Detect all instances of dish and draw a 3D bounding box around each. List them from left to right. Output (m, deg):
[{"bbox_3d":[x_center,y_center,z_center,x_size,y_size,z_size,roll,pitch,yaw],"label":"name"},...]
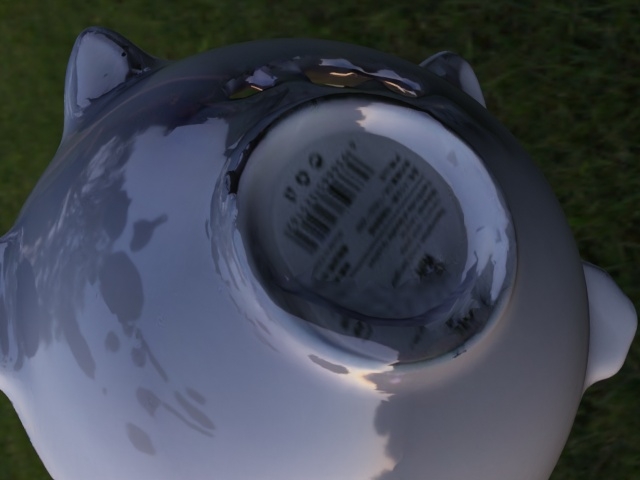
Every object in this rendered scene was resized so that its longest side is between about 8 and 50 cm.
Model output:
[{"bbox_3d":[0.000,0.000,0.472,0.228,0.236,0.086,62,153,13],"label":"dish"}]
